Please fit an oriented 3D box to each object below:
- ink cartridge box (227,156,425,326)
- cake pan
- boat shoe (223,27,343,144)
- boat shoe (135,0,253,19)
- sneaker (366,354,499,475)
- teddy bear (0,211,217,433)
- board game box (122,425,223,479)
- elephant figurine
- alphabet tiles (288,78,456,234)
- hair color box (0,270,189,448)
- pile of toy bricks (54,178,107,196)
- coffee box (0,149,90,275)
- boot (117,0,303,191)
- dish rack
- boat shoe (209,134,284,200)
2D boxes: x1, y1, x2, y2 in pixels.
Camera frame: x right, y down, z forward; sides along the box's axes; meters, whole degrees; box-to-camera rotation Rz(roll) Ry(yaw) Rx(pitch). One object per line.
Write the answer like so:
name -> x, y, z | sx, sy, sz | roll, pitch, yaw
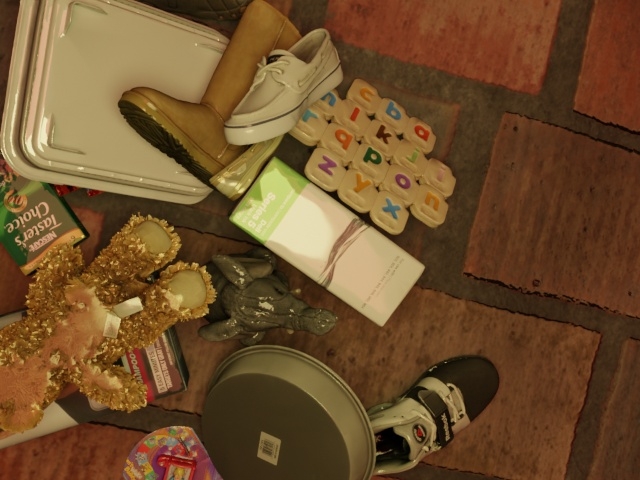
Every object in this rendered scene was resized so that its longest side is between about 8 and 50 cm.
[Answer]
ink cartridge box -> 0.000, 0.000, 1.057 | 0.273, 0.198, 0.114 | 36, 88, -8
cake pan -> -0.062, 0.302, 1.050 | 0.293, 0.054, 0.293 | 9, 112, 23
boat shoe -> -0.051, -0.223, 0.969 | 0.267, 0.096, 0.088 | -44, 132, -40
boat shoe -> -0.262, -0.420, 1.049 | 0.325, 0.123, 0.116 | 4, 84, -16
sneaker -> 0.166, 0.302, 1.125 | 0.331, 0.146, 0.122 | -28, 95, -8
teddy bear -> -0.309, 0.112, 0.949 | 0.245, 0.113, 0.338 | 36, 81, -6
board game box -> -0.237, 0.390, 1.118 | 0.133, 0.033, 0.168 | -31, 96, -7
elephant figurine -> -0.106, 0.085, 1.022 | 0.186, 0.239, 0.169 | -29, 97, -7
alphabet tiles -> 0.084, -0.136, 1.073 | 0.284, 0.021, 0.278 | 33, 46, -8
hair color box -> -0.407, 0.187, 1.043 | 0.375, 0.113, 0.185 | -16, 94, -7
pile of toy bricks -> -0.368, -0.175, 1.048 | 0.105, 0.118, 0.212 | -32, 106, -45
coffee box -> -0.456, -0.050, 1.062 | 0.113, 0.040, 0.184 | -33, 97, -7
boot -> -0.144, -0.234, 0.990 | 0.089, 0.236, 0.269 | 16, 73, 33
dish rack -> -0.265, -0.207, 0.997 | 0.333, 0.072, 0.285 | 9, 90, -40
boat shoe -> -0.098, -0.127, 0.978 | 0.048, 0.056, 0.153 | 38, 70, -17
